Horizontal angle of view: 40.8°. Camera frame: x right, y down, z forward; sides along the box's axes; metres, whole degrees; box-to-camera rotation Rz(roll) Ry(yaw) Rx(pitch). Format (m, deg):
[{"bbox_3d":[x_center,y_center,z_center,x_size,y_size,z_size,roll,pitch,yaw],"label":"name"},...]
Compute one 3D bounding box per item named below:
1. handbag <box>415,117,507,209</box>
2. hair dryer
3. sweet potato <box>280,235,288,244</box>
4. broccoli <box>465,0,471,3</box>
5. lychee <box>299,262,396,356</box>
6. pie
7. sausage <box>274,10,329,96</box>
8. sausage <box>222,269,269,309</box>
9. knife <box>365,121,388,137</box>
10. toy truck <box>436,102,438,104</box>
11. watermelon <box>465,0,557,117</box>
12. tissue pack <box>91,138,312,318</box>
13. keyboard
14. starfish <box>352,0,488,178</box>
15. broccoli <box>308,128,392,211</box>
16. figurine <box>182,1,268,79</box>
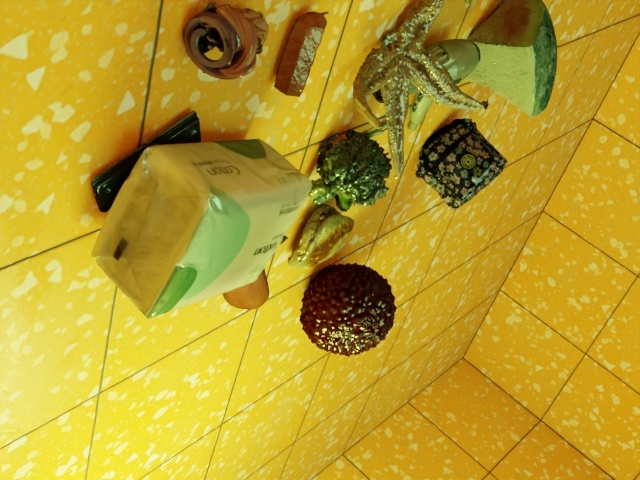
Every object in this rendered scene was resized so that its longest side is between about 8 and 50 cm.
[{"bbox_3d":[0.387,-0.222,2.396,0.228,0.208,0.127,-41,170,-7],"label":"handbag"},{"bbox_3d":[0.217,-0.352,2.055,0.296,0.119,0.298,-15,151,-45],"label":"hair dryer"},{"bbox_3d":[-0.114,0.005,2.037,0.115,0.026,0.026,-21,143,-45],"label":"sweet potato"},{"bbox_3d":[0.441,-0.678,1.877,0.361,0.221,0.252,-44,-169,-16],"label":"broccoli"},{"bbox_3d":[0.078,0.184,2.359,0.300,0.264,0.264,-63,172,-47],"label":"lychee"},{"bbox_3d":[0.000,0.000,2.159,0.179,0.084,0.205,-57,159,13],"label":"pie"},{"bbox_3d":[-0.034,-0.355,1.609,0.065,0.065,0.169,-22,143,-48],"label":"sausage"},{"bbox_3d":[-0.180,0.064,1.894,0.113,0.113,0.259,-44,157,-17],"label":"sausage"},{"bbox_3d":[0.128,-0.262,2.092,0.184,0.026,0.022,-29,141,-36],"label":"knife"},{"bbox_3d":[0.317,-0.390,2.230,0.044,0.039,0.083,-51,165,-47],"label":"toy truck"},{"bbox_3d":[0.477,-0.483,2.217,0.228,0.258,0.387,56,30,-51],"label":"watermelon"},{"bbox_3d":[-0.207,-0.036,1.564,0.266,0.194,0.356,-57,161,23],"label":"tissue pack"},{"bbox_3d":[-0.298,-0.139,1.492,0.230,0.025,0.094,-39,156,-26],"label":"keyboard"},{"bbox_3d":[0.209,-0.364,1.876,0.398,0.132,0.384,-49,126,-22],"label":"starfish"},{"bbox_3d":[0.050,-0.122,2.020,0.198,0.177,0.275,-33,167,-32],"label":"broccoli"},{"bbox_3d":[-0.135,-0.332,1.402,0.157,0.126,0.114,-30,-168,-37],"label":"figurine"}]
